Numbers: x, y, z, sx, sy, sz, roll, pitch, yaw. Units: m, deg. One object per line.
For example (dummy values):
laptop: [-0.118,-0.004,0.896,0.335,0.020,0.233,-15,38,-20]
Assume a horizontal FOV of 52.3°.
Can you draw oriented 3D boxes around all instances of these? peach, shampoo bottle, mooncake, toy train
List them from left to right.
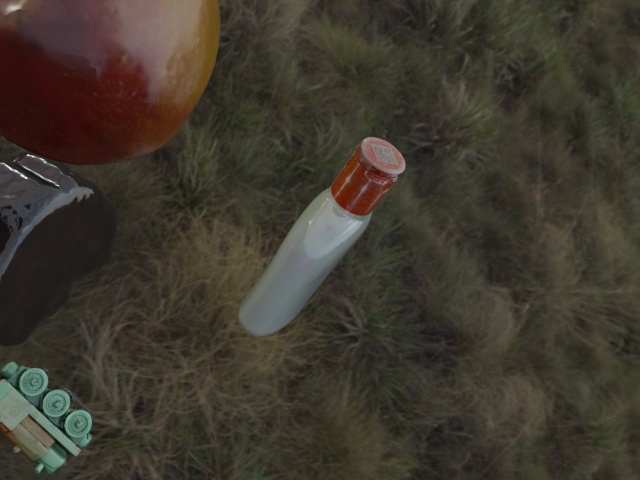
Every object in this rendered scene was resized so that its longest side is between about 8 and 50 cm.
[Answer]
mooncake: [-0.612,-0.001,1.363,0.212,0.350,0.381,29,30,9]
toy train: [-0.418,0.261,0.944,0.118,0.074,0.176,-50,116,-34]
peach: [-0.250,-0.231,0.681,0.307,0.308,0.332,55,8,-11]
shampoo bottle: [0.000,0.000,0.580,0.051,0.221,0.108,43,41,7]
